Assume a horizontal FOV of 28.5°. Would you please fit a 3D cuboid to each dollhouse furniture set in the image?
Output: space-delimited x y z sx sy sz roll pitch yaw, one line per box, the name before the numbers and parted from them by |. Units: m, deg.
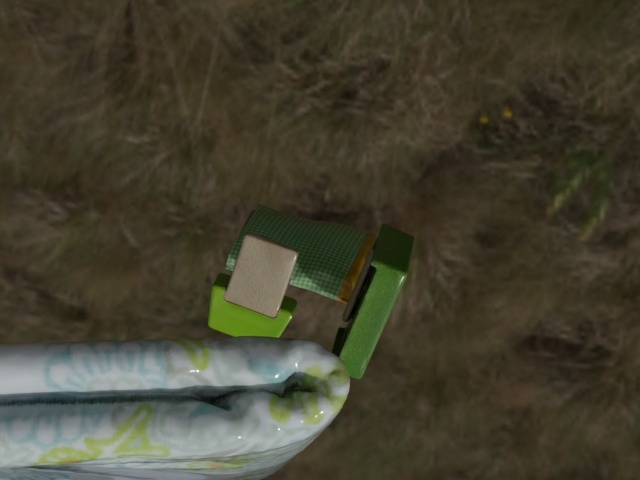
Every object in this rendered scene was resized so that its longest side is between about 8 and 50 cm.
dollhouse furniture set | 0.000 0.000 1.490 0.197 0.301 0.151 20 117 0

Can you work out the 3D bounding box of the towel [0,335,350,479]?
towel | -0.186 0.138 0.919 0.374 0.090 0.320 -1 168 -9
